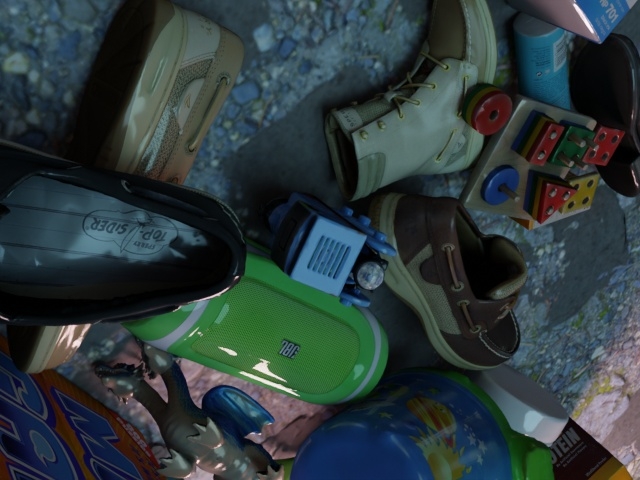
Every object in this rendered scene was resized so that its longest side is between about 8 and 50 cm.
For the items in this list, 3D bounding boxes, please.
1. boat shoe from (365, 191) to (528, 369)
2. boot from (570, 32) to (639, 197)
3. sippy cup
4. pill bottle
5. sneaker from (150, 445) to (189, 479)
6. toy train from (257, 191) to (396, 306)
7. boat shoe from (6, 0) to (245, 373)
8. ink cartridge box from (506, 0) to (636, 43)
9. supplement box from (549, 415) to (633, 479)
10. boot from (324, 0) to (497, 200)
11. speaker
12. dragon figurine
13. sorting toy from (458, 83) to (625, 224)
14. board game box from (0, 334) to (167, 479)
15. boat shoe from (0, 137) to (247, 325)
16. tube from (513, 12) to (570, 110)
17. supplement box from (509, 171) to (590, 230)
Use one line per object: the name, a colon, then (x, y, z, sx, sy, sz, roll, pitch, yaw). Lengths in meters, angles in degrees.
boat shoe: (0.176, 0.051, 1.022, 0.342, 0.123, 0.123, 48, 43, -44)
boot: (0.423, -0.200, 1.100, 0.229, 0.091, 0.263, -41, 137, -13)
sippy cup: (0.084, 0.267, 1.010, 0.305, 0.240, 0.224, -46, 160, 18)
pill bottle: (0.177, 0.328, 1.192, 0.188, 0.188, 0.334, 20, 106, -41)
sneaker: (-0.162, 0.357, 1.030, 0.107, 0.110, 0.275, -29, 132, -16)
toy train: (0.000, 0.000, 0.868, 0.105, 0.184, 0.080, 25, 97, -22)
boat shoe: (-0.166, -0.032, 0.766, 0.110, 0.121, 0.341, 16, 107, -39)
ink cartridge box: (0.271, -0.305, 0.874, 0.190, 0.139, 0.082, -49, 132, 3)
supplement box: (0.348, 0.343, 1.313, 0.129, 0.194, 0.191, -43, 134, -3)
boot: (0.086, -0.147, 0.898, 0.165, 0.077, 0.213, -18, 128, -22)
speaker: (-0.060, 0.079, 0.909, 0.296, 0.131, 0.131, 29, 100, -42)
dragon figurine: (-0.098, 0.204, 0.917, 0.289, 0.144, 0.085, 38, 99, -21)
sorting toy: (0.240, -0.076, 0.973, 0.274, 0.046, 0.132, 7, 119, -39)
board game box: (-0.318, 0.311, 0.722, 0.356, 0.356, 0.356, -43, 133, -3)
boat shoe: (-0.211, 0.000, 0.624, 0.340, 0.113, 0.127, 11, 98, -19)
tube: (0.254, -0.165, 1.022, 0.080, 0.052, 0.207, -29, 137, -9)
supplement box: (0.272, -0.053, 1.094, 0.098, 0.062, 0.036, -18, 126, -25)
